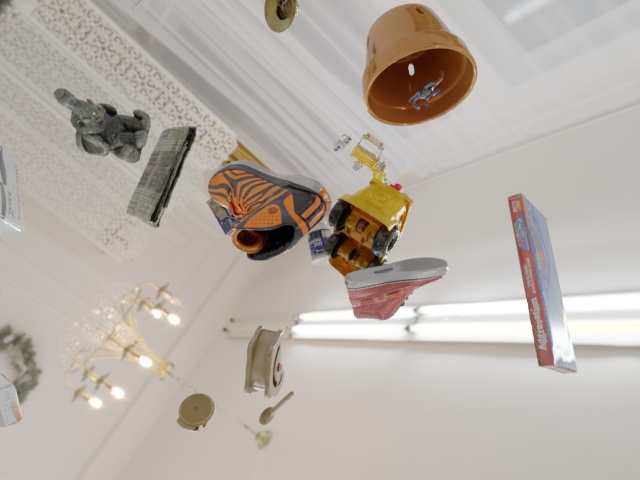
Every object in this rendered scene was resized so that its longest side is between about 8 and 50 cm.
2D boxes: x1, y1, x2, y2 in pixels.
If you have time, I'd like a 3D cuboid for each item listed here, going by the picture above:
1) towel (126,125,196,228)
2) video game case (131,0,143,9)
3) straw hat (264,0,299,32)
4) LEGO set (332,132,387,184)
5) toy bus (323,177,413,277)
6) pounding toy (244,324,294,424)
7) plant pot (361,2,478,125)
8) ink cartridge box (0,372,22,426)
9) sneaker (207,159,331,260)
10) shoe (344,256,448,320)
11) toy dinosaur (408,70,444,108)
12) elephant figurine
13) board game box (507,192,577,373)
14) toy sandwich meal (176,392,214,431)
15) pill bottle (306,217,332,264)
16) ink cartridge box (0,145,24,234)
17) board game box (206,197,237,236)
[{"bbox_3d":[-0.479,-0.197,1.642,0.324,0.056,0.312,16,-98,59],"label":"towel"},{"bbox_3d":[-0.486,-0.749,1.601,0.166,0.015,0.119,-7,-138,50],"label":"video game case"},{"bbox_3d":[-0.098,-0.688,1.606,0.061,0.144,0.144,-15,167,-47],"label":"straw hat"},{"bbox_3d":[0.175,-0.257,1.825,0.132,0.287,0.107,-15,-143,41],"label":"LEGO set"},{"bbox_3d":[0.127,-0.032,1.248,0.211,0.149,0.220,-41,153,-39],"label":"toy bus"},{"bbox_3d":[-0.129,0.396,1.610,0.154,0.155,0.269,-35,131,-72],"label":"pounding toy"},{"bbox_3d":[0.239,-0.469,1.412,0.291,0.291,0.203,-33,-124,39],"label":"plant pot"},{"bbox_3d":[-0.670,0.279,1.073,0.146,0.179,0.045,-10,179,26],"label":"ink cartridge box"},{"bbox_3d":[-0.150,-0.063,1.115,0.321,0.124,0.180,9,-133,37],"label":"sneaker"},{"bbox_3d":[0.134,0.084,0.932,0.178,0.081,0.063,-11,-162,4],"label":"shoe"},{"bbox_3d":[0.248,-0.339,1.261,0.090,0.047,0.082,-49,-162,-16],"label":"toy dinosaur"},{"bbox_3d":[-0.591,-0.310,1.454,0.186,0.240,0.169,-61,-153,26],"label":"elephant figurine"},{"bbox_3d":[0.370,0.073,0.903,0.027,0.145,0.281,-17,-115,33],"label":"board game box"},{"bbox_3d":[-0.269,0.373,1.174,0.029,0.086,0.085,92,18,-47],"label":"toy sandwich meal"},{"bbox_3d":[0.000,0.000,1.442,0.067,0.067,0.120,-31,-116,43],"label":"pill bottle"},{"bbox_3d":[-0.909,-0.157,1.416,0.129,0.223,0.307,-10,166,-8],"label":"ink cartridge box"},{"bbox_3d":[-0.272,-0.129,1.815,0.193,0.146,0.045,-38,160,13],"label":"board game box"}]
